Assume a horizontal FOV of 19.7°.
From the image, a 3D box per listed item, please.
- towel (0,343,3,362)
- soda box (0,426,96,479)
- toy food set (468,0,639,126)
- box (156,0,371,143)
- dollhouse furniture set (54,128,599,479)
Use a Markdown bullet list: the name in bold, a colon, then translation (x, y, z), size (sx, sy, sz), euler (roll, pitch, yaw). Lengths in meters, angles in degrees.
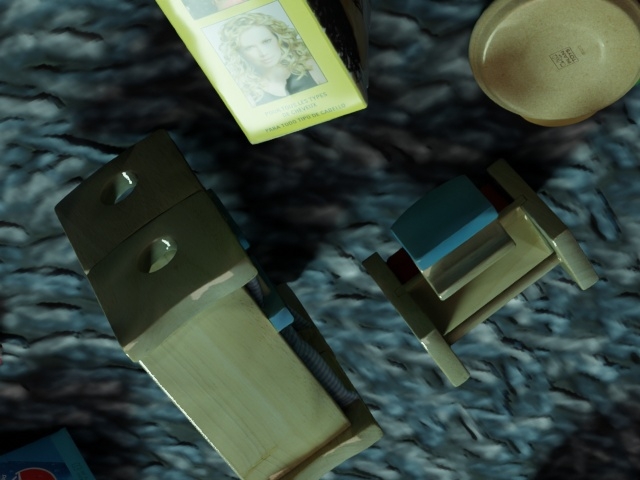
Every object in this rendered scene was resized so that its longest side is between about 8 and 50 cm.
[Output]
- **towel**: translation (-0.289, 0.144, 0.991), size (0.198, 0.031, 0.275), euler (-2, 138, -26)
- **soda box**: translation (-0.151, 0.207, 1.047), size (0.067, 0.071, 0.210), euler (-22, 139, -21)
- **toy food set**: translation (0.107, -0.086, 0.810), size (0.083, 0.020, 0.082), euler (33, 126, -28)
- **box**: translation (-0.052, -0.149, 0.705), size (0.058, 0.087, 0.232), euler (-18, 133, 20)
- **dollhouse furniture set**: translation (0.000, 0.000, 0.845), size (0.183, 0.129, 0.129), euler (-36, 127, 0)
